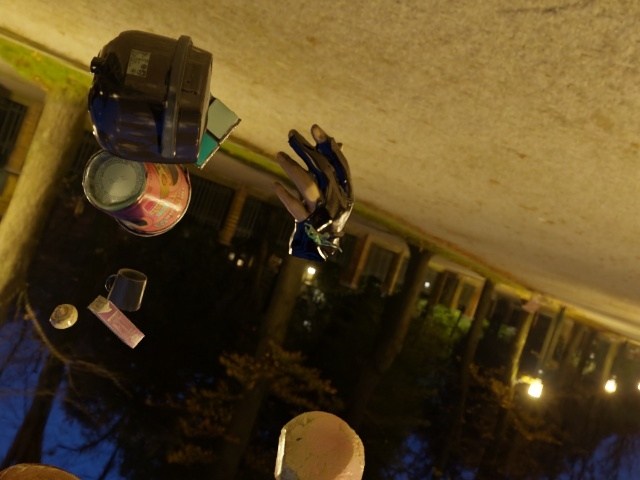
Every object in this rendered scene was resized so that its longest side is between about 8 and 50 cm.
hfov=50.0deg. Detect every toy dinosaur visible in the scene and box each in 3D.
[{"bbox_3d":[0.000,0.000,1.180,0.083,0.021,0.062,45,165,6],"label":"toy dinosaur"}]

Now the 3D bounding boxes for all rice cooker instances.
[{"bbox_3d":[-0.333,-0.282,1.364,0.224,0.267,0.267,10,-179,-9],"label":"rice cooker"}]

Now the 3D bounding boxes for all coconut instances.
[{"bbox_3d":[-0.010,0.547,1.675,0.233,0.233,0.245,19,153,7],"label":"coconut"}]

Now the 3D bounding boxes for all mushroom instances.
[{"bbox_3d":[-0.793,0.232,2.117,0.083,0.083,0.067,19,144,44],"label":"mushroom"}]

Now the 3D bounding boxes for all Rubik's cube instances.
[{"bbox_3d":[-0.327,-0.303,1.710,0.183,0.167,0.180,38,180,-25],"label":"Rubik's cube"}]

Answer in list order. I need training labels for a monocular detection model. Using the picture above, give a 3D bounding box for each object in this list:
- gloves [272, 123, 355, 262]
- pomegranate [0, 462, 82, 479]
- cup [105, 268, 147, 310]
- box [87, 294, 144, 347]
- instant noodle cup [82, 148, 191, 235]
[{"bbox_3d":[-0.003,-0.108,1.482,0.152,0.301,0.197,3,-146,32],"label":"gloves"},{"bbox_3d":[-0.779,0.820,1.887,0.410,0.410,0.410,19,179,0],"label":"pomegranate"},{"bbox_3d":[-0.461,0.109,1.612,0.100,0.077,0.078,25,-167,16],"label":"cup"},{"bbox_3d":[-0.406,0.162,1.367,0.050,0.036,0.117,16,148,47],"label":"box"},{"bbox_3d":[-0.478,-0.137,1.757,0.244,0.244,0.255,19,178,6],"label":"instant noodle cup"}]
